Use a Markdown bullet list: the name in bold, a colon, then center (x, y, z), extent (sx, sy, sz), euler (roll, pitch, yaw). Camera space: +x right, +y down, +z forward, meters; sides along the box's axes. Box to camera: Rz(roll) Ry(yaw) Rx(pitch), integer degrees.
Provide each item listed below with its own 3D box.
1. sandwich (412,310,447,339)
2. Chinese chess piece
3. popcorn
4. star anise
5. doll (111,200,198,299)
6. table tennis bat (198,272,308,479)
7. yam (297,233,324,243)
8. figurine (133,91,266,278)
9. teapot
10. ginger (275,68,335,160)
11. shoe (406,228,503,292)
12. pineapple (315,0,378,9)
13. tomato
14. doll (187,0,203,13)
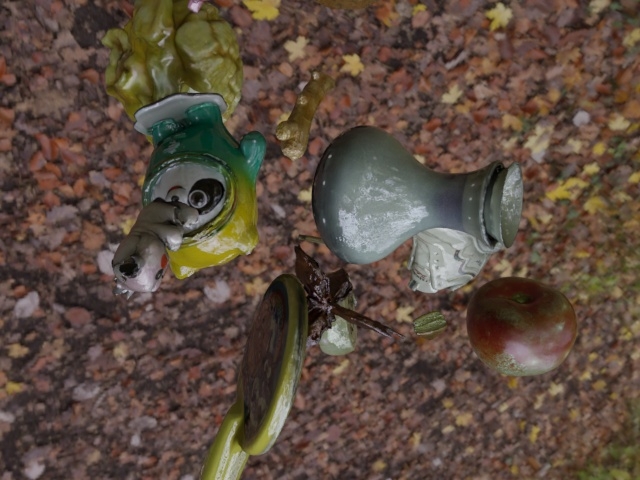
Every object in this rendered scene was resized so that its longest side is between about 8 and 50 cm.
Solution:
- **sandwich**: center (0.164, 0.124, 1.151), extent (0.044, 0.031, 0.083), euler (-31, 162, 11)
- **Chinese chess piece**: center (0.028, 0.125, 1.345), extent (0.058, 0.144, 0.144), euler (-7, 131, 10)
- **popcorn**: center (-0.332, -0.400, 1.773), extent (0.334, 0.292, 0.293), euler (-27, 150, 28)
- **star anise**: center (0.030, 0.097, 1.116), extent (0.140, 0.144, 0.158), euler (13, 87, -52)
- **doll**: center (-0.287, 0.012, 1.316), extent (0.095, 0.192, 0.149), euler (34, 147, -11)
- **table tennis bat**: center (-0.091, 0.207, 1.018), extent (0.054, 0.224, 0.368), euler (14, 118, -17)
- **yam**: center (0.000, 0.000, 1.721), extent (0.107, 0.014, 0.014), euler (10, 131, 19)
- **figurine**: center (-0.243, -0.105, 1.559), extent (0.324, 0.340, 0.231), euler (-18, 164, 16)
- **teapot**: center (0.122, -0.052, 0.994), extent (0.183, 0.251, 0.183), euler (-23, 116, -60)
- **ginger**: center (-0.037, -0.331, 1.996), extent (0.065, 0.299, 0.118), euler (8, 142, 22)
- **shoe**: center (0.238, 0.015, 1.547), extent (0.342, 0.132, 0.210), euler (18, 109, -52)
- **pineapple**: center (0.088, -0.677, 1.712), extent (0.202, 0.202, 0.362), euler (41, 57, -41)
- **tomato**: center (0.494, 0.225, 1.941), extent (0.270, 0.270, 0.222), euler (-14, 117, -17)
- **doll**: center (-0.194, -0.549, 1.523), extent (0.093, 0.262, 0.211), euler (34, 131, -20)
